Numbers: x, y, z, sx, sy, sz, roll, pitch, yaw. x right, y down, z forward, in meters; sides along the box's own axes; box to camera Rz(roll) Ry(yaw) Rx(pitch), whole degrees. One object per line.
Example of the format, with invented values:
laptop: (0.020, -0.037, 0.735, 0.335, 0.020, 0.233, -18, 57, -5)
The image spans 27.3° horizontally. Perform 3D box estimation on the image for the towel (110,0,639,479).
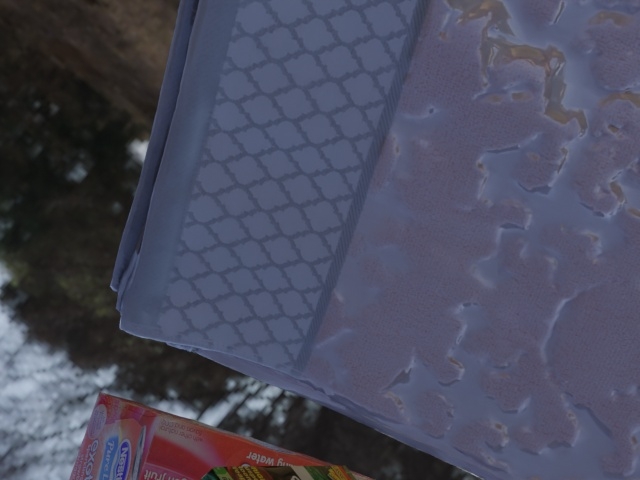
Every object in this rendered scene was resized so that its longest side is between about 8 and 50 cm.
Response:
towel: (0.085, -0.040, 0.554, 0.317, 0.332, 0.053, 21, -149, 4)

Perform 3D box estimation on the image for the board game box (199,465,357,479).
board game box: (0.046, 0.220, 0.684, 0.259, 0.030, 0.136, 48, -164, 28)

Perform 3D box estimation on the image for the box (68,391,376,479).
box: (-0.095, 0.274, 1.340, 0.300, 0.154, 0.142, 24, 170, -33)
